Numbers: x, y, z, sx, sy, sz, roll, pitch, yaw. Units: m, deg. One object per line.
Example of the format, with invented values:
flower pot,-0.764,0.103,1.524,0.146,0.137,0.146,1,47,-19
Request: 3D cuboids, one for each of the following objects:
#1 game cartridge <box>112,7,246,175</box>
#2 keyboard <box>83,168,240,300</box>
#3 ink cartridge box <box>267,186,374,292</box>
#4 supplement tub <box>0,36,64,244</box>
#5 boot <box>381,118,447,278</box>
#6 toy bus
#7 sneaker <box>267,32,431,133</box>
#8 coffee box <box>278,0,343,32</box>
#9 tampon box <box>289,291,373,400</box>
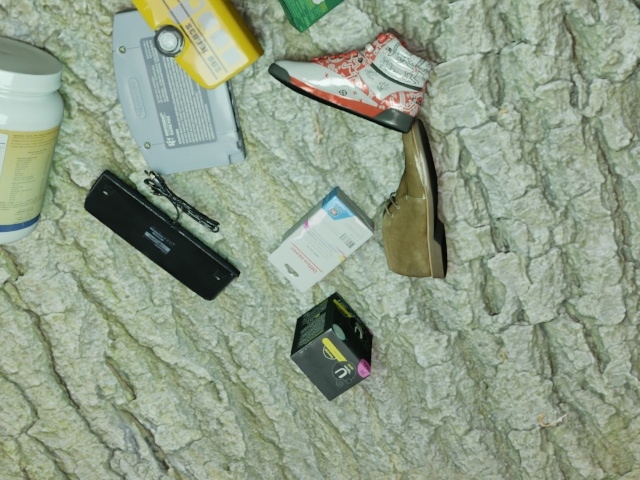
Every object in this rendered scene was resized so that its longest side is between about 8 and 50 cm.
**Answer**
game cartridge,-0.257,-0.268,1.587,0.198,0.062,0.297,-6,112,11
keyboard,-0.282,-0.025,1.677,0.317,0.033,0.201,38,133,-12
ink cartridge box,0.000,0.000,1.671,0.181,0.061,0.104,-41,103,18
supplement tub,-0.575,-0.176,1.553,0.228,0.228,0.316,18,112,-3
boot,0.159,-0.067,1.615,0.115,0.112,0.305,-1,115,16
toy bus,-0.239,-0.403,1.446,0.130,0.108,0.333,-31,104,14
sneaker,0.055,-0.296,1.540,0.270,0.090,0.145,23,92,9
coffee box,0.012,-0.432,1.447,0.184,0.040,0.113,-39,144,-2
tampon box,0.024,0.198,1.697,0.101,0.161,0.120,-36,106,17
